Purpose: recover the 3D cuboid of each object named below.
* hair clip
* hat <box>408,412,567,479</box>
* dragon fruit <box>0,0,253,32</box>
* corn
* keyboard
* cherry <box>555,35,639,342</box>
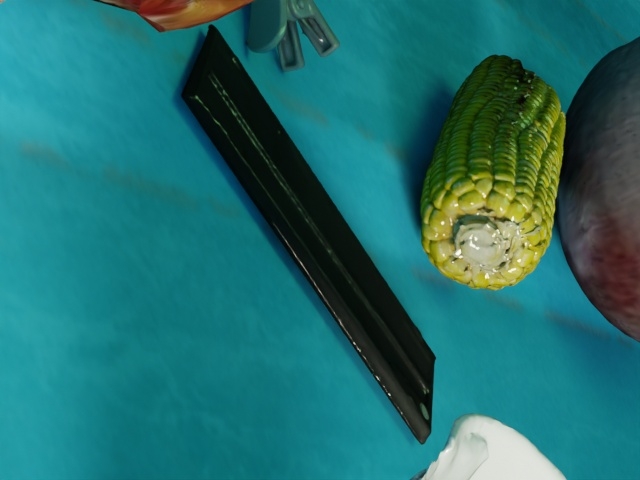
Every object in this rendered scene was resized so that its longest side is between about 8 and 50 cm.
[{"bbox_3d":[-0.029,-0.133,0.765,0.039,0.030,0.115,-9,78,-65],"label":"hair clip"},{"bbox_3d":[0.020,0.159,0.490,0.203,0.126,0.203,48,30,-39],"label":"hat"},{"bbox_3d":[-0.045,-0.218,0.478,0.295,0.296,0.301,35,68,-52],"label":"dragon fruit"},{"bbox_3d":[0.094,-0.041,0.907,0.072,0.072,0.203,60,23,-18],"label":"corn"},{"bbox_3d":[0.000,0.000,0.737,0.198,0.010,0.063,56,24,-26],"label":"keyboard"},{"bbox_3d":[0.245,-0.032,1.079,0.213,0.183,0.266,53,37,1],"label":"cherry"}]
